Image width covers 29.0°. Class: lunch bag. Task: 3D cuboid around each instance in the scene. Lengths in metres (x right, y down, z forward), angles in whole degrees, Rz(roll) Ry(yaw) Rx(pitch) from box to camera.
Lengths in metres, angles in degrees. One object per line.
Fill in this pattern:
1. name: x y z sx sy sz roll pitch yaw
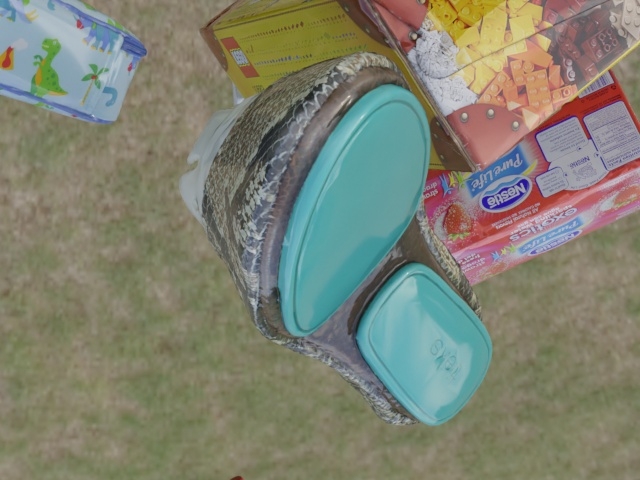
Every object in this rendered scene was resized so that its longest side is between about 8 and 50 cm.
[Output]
1. lunch bag: -0.258 -0.171 0.942 0.219 0.176 0.090 18 97 -53

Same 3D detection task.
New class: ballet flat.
1. ballet flat: 0.000 0.000 0.868 0.164 0.182 0.483 -50 153 -9

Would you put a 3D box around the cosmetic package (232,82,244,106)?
1. cosmetic package: -0.031 -0.176 1.764 0.184 0.151 0.151 -4 125 -5

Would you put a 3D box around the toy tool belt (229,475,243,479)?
1. toy tool belt: -0.103 0.284 1.263 0.083 0.052 0.051 -34 108 -14

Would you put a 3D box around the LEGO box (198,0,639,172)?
1. LEGO box: 0.133 -0.259 1.263 0.372 0.500 0.193 -39 107 -13

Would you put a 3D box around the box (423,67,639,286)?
1. box: 0.212 -0.061 1.283 0.257 0.128 0.122 -26 156 12
